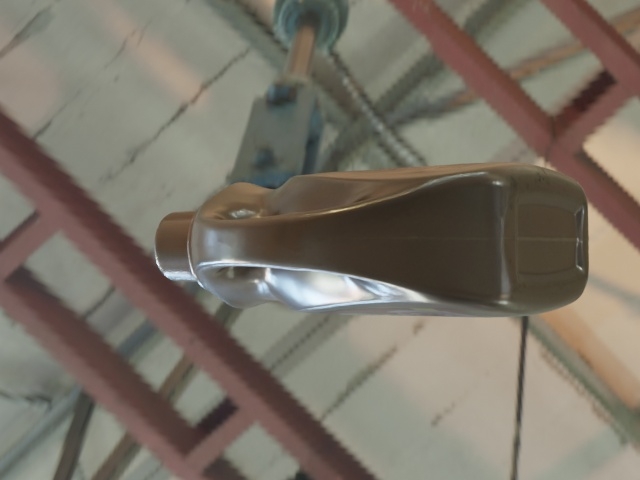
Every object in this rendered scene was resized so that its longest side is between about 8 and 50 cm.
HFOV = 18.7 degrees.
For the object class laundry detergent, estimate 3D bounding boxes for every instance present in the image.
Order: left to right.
[{"bbox_3d":[0.000,0.000,0.985,0.237,0.171,0.076,0,-91,30],"label":"laundry detergent"}]
